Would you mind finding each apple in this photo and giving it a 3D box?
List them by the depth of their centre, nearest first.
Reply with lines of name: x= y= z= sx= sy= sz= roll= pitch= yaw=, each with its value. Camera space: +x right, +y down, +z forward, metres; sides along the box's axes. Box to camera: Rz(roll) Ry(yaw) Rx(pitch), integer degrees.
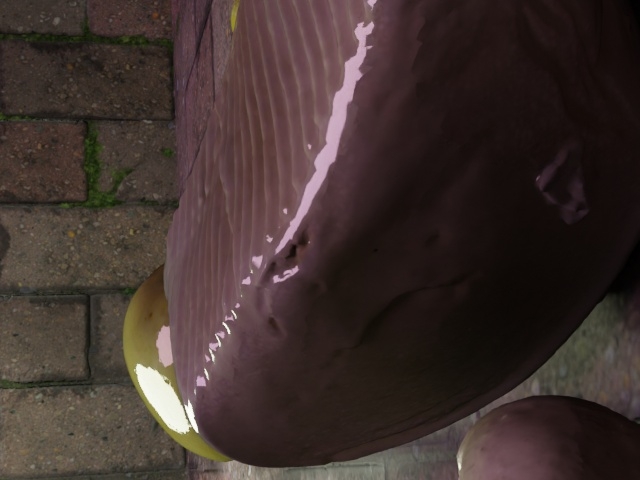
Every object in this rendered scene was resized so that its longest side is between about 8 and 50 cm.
apple: x=-0.103 y=0.126 z=1.159 sx=0.262 sy=0.262 sz=0.262 roll=180 pitch=90 yaw=-75

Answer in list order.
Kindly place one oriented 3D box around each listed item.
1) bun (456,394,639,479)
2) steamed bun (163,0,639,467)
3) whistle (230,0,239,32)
bun: x=0.139 y=0.172 z=0.440 sx=0.231 sy=0.133 sz=0.231 roll=-13 pitch=-90 yaw=-83
steamed bun: x=0.054 y=-0.049 z=0.568 sx=0.247 sy=0.236 sz=0.383 roll=-110 pitch=33 yaw=-46
whistle: x=-0.040 y=-0.229 z=1.184 sx=0.123 sy=0.123 sz=0.223 roll=-130 pitch=28 yaw=-68
